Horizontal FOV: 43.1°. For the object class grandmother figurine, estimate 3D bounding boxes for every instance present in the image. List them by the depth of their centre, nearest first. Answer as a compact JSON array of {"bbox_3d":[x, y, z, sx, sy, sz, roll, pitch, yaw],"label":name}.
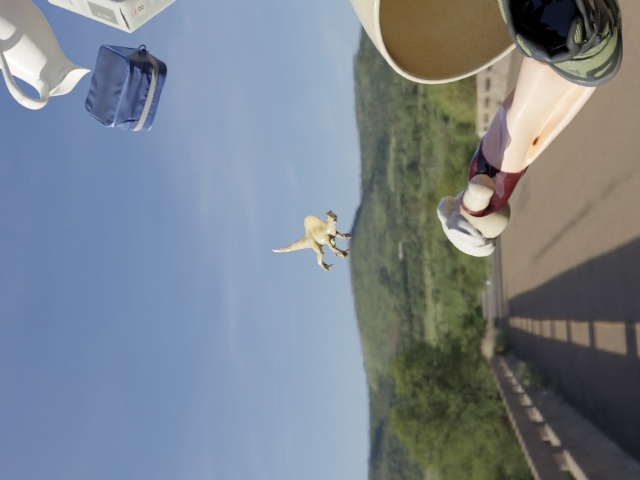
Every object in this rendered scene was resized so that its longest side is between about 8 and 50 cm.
[{"bbox_3d":[0.217,-0.102,0.928,0.208,0.104,0.342,-41,-21,-35],"label":"grandmother figurine"}]

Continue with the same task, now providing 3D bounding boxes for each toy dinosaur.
[{"bbox_3d":[0.000,0.000,1.362,0.093,0.183,0.053,50,-128,-5],"label":"toy dinosaur"}]

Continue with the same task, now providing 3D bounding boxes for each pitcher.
[{"bbox_3d":[-0.520,-0.327,1.385,0.207,0.125,0.178,47,-153,-15],"label":"pitcher"}]

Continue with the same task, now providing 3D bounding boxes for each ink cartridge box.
[{"bbox_3d":[-0.269,-0.407,1.197,0.232,0.189,0.066,-48,-34,-25],"label":"ink cartridge box"}]

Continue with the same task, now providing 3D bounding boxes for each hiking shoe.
[{"bbox_3d":[0.187,-0.177,0.658,0.227,0.086,0.114,38,-126,-45],"label":"hiking shoe"}]

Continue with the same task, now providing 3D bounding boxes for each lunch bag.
[{"bbox_3d":[-0.219,-0.178,0.930,0.065,0.067,0.098,-2,-59,-51],"label":"lunch bag"}]

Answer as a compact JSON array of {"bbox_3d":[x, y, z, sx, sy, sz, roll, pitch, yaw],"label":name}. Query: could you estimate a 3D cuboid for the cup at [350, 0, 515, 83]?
[{"bbox_3d":[0.141,-0.402,1.024,0.237,0.331,0.331,51,165,33],"label":"cup"}]
